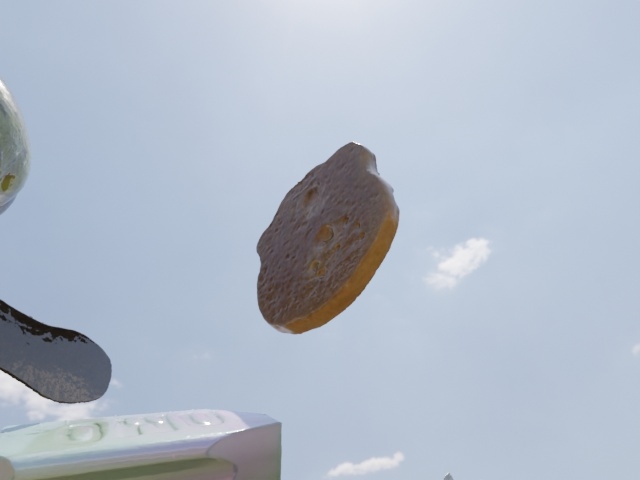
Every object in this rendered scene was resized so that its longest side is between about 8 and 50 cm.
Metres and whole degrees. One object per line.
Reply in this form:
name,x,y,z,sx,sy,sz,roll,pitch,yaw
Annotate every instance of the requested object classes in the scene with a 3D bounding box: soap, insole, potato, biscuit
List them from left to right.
potato,-0.694,-0.218,1.038,0.329,0.213,0.280,-1,-54,25
insole,-0.405,0.165,0.750,0.007,0.111,0.328,-5,-32,14
soap,-0.232,0.300,0.680,0.346,0.115,0.208,3,-8,-25
biscuit,0.002,0.001,1.074,0.062,0.365,0.385,28,-58,-36

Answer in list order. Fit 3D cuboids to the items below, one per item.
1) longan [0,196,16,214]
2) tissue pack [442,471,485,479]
longan,-0.895,-0.140,1.240,0.300,0.301,0.243,36,-16,-36
tissue pack,0.131,0.367,0.506,0.159,0.230,0.145,-28,-21,33
